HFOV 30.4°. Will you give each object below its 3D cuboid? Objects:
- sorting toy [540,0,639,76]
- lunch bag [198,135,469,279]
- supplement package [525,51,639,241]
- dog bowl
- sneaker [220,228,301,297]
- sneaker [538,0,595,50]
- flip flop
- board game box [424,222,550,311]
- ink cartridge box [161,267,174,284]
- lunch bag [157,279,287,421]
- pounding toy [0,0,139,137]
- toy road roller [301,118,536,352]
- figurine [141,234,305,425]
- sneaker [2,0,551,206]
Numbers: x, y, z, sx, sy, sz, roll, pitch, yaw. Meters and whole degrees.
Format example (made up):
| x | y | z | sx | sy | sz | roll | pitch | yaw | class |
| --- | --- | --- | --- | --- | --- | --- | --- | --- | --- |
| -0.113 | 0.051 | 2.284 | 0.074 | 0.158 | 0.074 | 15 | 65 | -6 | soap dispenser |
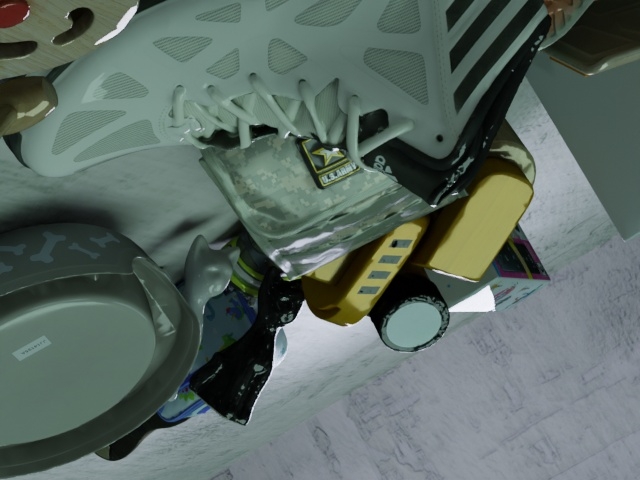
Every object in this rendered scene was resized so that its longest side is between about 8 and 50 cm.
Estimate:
| x | y | z | sx | sy | sz | roll | pitch | yaw | class |
| --- | --- | --- | --- | --- | --- | --- | --- | --- | --- |
| 0.298 | -0.232 | 1.286 | 0.193 | 0.208 | 0.038 | -20 | 124 | -28 | sorting toy |
| 0.011 | -0.100 | 1.226 | 0.235 | 0.169 | 0.287 | -26 | 157 | 4 | lunch bag |
| 0.415 | -0.165 | 1.444 | 0.145 | 0.261 | 0.204 | -11 | 159 | -47 | supplement package |
| -0.312 | 0.121 | 1.306 | 0.349 | 0.102 | 0.348 | -21 | 144 | -16 | dog bowl |
| 0.000 | 0.000 | 1.638 | 0.300 | 0.111 | 0.121 | -15 | 156 | -47 | sneaker |
| 0.274 | -0.301 | 1.188 | 0.302 | 0.108 | 0.121 | -37 | -168 | -1 | sneaker |
| -0.302 | 0.294 | 2.073 | 0.277 | 0.112 | 0.080 | -39 | -173 | 27 | flip flop |
| 0.217 | -0.012 | 1.749 | 0.097 | 0.224 | 0.303 | -34 | 165 | 21 | board game box |
| -0.294 | 0.125 | 1.547 | 0.203 | 0.086 | 0.148 | -14 | 158 | -39 | ink cartridge box |
| -0.165 | 0.147 | 1.676 | 0.219 | 0.176 | 0.090 | -34 | 164 | 21 | lunch bag |
| -0.194 | -0.139 | 0.746 | 0.154 | 0.154 | 0.269 | -24 | 165 | 1 | pounding toy |
| 0.079 | -0.040 | 1.443 | 0.241 | 0.202 | 0.329 | 20 | 117 | -27 | toy road roller |
| -0.130 | 0.109 | 1.511 | 0.215 | 0.092 | 0.209 | 27 | 95 | -42 | figurine |
| -0.023 | -0.115 | 0.932 | 0.448 | 0.257 | 0.169 | -29 | 165 | 3 | sneaker |
